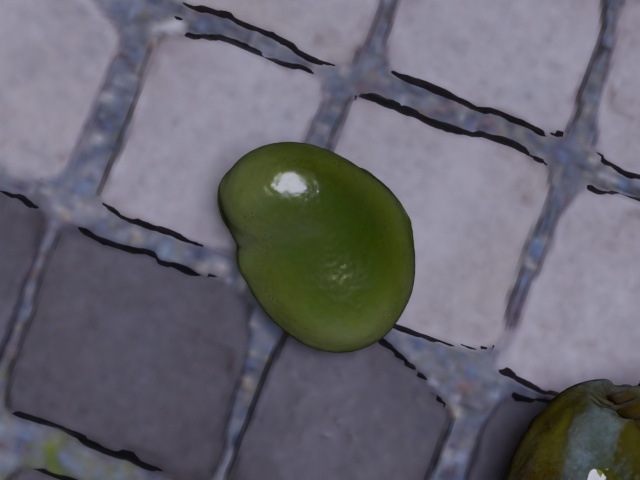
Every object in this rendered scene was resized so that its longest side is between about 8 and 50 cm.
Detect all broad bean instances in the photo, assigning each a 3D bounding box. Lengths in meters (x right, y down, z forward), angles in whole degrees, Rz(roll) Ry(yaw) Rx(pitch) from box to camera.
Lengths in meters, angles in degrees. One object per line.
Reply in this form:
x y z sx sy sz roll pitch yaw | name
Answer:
0.000 0.000 0.553 0.063 0.045 0.083 -40 100 -9 | broad bean

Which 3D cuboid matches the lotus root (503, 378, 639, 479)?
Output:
0.112 0.142 0.538 0.113 0.088 0.192 5 85 7 | lotus root
